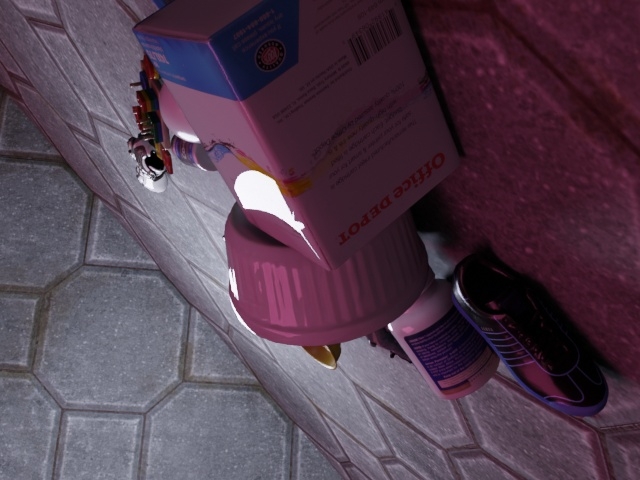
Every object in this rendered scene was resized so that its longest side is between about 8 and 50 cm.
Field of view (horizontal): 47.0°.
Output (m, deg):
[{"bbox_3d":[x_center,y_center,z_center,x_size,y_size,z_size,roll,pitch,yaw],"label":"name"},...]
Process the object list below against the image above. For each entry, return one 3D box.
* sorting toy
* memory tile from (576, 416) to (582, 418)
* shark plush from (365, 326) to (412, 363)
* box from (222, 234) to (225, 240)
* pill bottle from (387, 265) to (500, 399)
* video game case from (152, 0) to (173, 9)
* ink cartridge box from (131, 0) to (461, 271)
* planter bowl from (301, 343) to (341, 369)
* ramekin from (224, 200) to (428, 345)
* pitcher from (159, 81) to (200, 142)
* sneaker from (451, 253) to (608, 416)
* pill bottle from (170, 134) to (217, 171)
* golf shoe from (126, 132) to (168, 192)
[{"bbox_3d":[-0.338,-0.255,1.441,0.274,0.046,0.132,93,153,-42],"label":"sorting toy"},{"bbox_3d":[0.295,0.171,0.973,0.113,0.012,0.148,30,154,46],"label":"memory tile"},{"bbox_3d":[0.112,0.169,1.336,0.067,0.073,0.161,-30,95,41],"label":"shark plush"},{"bbox_3d":[-0.065,-0.025,1.209,0.077,0.147,0.180,53,161,-10],"label":"box"},{"bbox_3d":[0.158,0.119,1.030,0.187,0.112,0.112,55,161,-15],"label":"pill bottle"},{"bbox_3d":[-0.255,-0.383,1.054,0.166,0.015,0.119,49,-168,-11],"label":"video game case"},{"bbox_3d":[-0.019,-0.149,0.775,0.197,0.198,0.270,28,152,52],"label":"ink cartridge box"},{"bbox_3d":[-0.011,0.158,1.534,0.217,0.090,0.217,42,160,20],"label":"planter bowl"},{"bbox_3d":[0.000,0.000,0.950,0.273,0.273,0.127,29,141,47],"label":"ramekin"},{"bbox_3d":[-0.175,-0.247,1.110,0.207,0.125,0.178,-21,88,60],"label":"pitcher"},{"bbox_3d":[0.242,0.109,0.864,0.232,0.081,0.090,43,168,24],"label":"sneaker"},{"bbox_3d":[-0.233,-0.178,1.413,0.137,0.078,0.078,20,145,56],"label":"pill bottle"},{"bbox_3d":[-0.423,-0.178,1.857,0.094,0.077,0.198,38,159,32],"label":"golf shoe"}]
